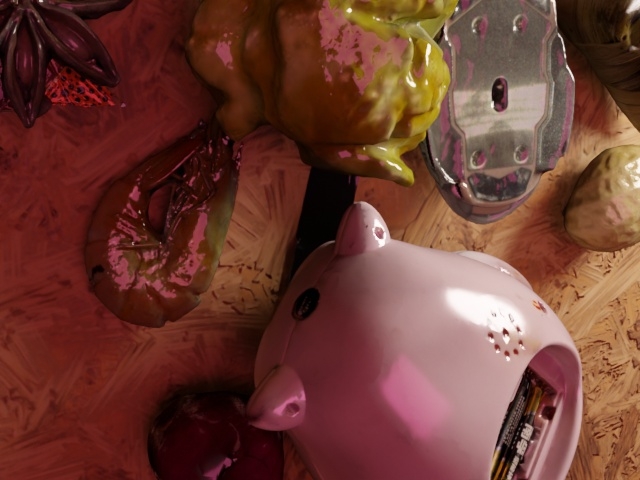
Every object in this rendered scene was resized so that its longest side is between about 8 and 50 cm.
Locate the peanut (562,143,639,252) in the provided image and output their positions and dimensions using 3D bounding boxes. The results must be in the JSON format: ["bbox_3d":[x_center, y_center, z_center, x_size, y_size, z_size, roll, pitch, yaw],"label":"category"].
[{"bbox_3d":[0.406,-0.056,1.055,0.140,0.109,0.159,14,110,-55],"label":"peanut"}]

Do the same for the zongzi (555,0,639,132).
[{"bbox_3d":[0.430,-0.323,1.000,0.300,0.145,0.274,36,82,-45],"label":"zongzi"}]

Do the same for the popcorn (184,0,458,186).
[{"bbox_3d":[0.000,-0.185,0.754,0.276,0.276,0.225,23,78,-28],"label":"popcorn"}]

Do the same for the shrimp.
[{"bbox_3d":[-0.158,-0.036,0.833,0.145,0.061,0.267,25,95,-19],"label":"shrimp"}]

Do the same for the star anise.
[{"bbox_3d":[-0.274,-0.203,0.718,0.212,0.073,0.196,-7,97,-23],"label":"star anise"}]

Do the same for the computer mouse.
[{"bbox_3d":[0.184,-0.212,0.912,0.199,0.115,0.389,-8,104,-21],"label":"computer mouse"}]

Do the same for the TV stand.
[{"bbox_3d":[0.000,0.000,0.922,0.049,0.040,0.256,8,100,-26],"label":"TV stand"}]

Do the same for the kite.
[{"bbox_3d":[-0.309,-0.182,0.752,0.222,0.008,0.125,-10,105,-22],"label":"kite"}]

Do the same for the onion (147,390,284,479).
[{"bbox_3d":[-0.095,0.238,0.889,0.198,0.135,0.173,-43,116,-8],"label":"onion"}]

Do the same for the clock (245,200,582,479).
[{"bbox_3d":[0.117,0.162,0.859,0.377,0.250,0.368,40,69,-36],"label":"clock"}]
